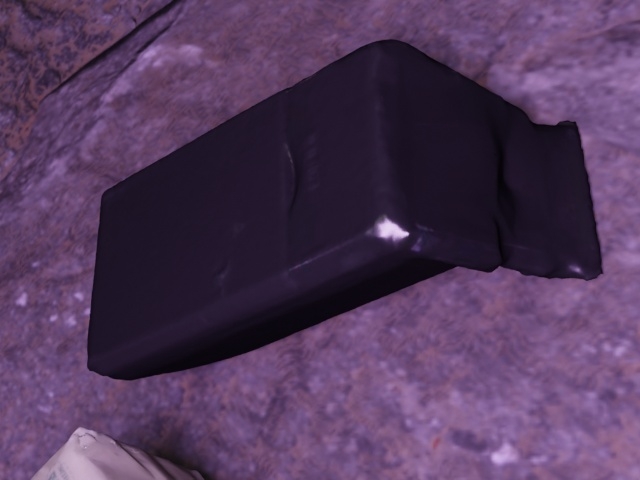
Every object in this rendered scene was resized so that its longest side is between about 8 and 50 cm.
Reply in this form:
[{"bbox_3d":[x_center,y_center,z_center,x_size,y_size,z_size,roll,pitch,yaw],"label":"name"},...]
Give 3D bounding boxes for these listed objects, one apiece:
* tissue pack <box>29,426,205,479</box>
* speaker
[{"bbox_3d":[-0.118,0.361,0.688,0.297,0.207,0.380,-50,51,2],"label":"tissue pack"},{"bbox_3d":[0.000,0.000,0.846,0.388,0.184,0.180,-23,55,36],"label":"speaker"}]
